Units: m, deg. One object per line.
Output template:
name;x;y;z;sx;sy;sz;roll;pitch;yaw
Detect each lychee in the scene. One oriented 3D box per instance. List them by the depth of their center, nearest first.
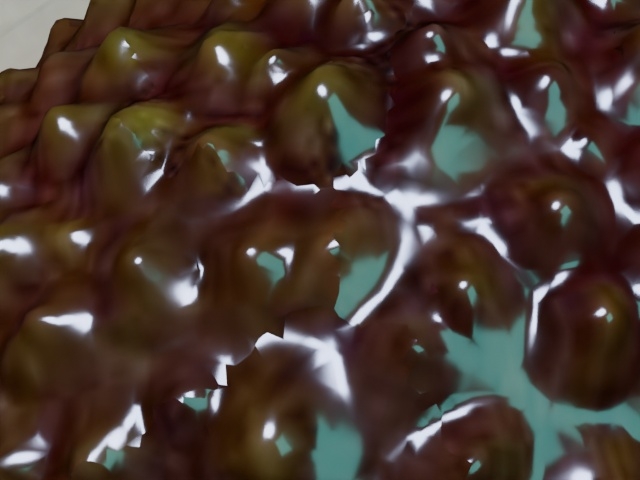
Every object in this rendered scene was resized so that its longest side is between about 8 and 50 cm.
lychee;0.011;0.058;0.457;0.306;0.306;0.330;30;81;-26
